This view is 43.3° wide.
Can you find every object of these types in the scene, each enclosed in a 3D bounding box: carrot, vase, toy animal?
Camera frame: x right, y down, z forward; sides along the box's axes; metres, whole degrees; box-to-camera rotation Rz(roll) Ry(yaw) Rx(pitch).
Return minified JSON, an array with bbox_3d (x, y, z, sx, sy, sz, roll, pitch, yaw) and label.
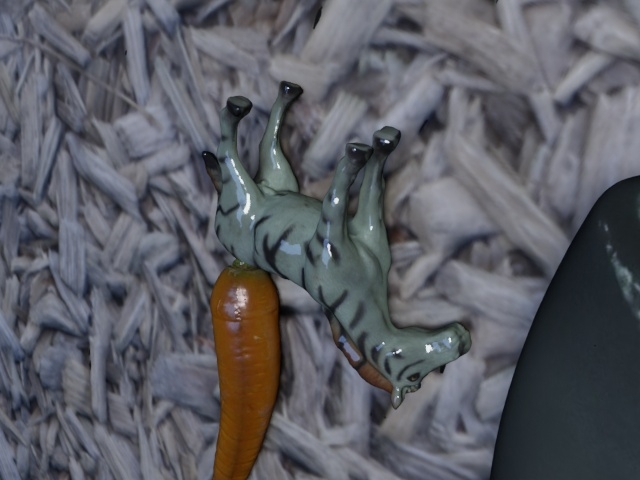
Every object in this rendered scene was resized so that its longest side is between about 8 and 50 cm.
[{"bbox_3d":[-0.069,0.140,0.719,0.066,0.062,0.271,4,112,4],"label":"carrot"},{"bbox_3d":[0.159,0.132,0.470,0.173,0.173,0.321,43,131,22],"label":"vase"},{"bbox_3d":[0.009,-0.011,0.595,0.255,0.089,0.170,46,130,23],"label":"toy animal"}]
